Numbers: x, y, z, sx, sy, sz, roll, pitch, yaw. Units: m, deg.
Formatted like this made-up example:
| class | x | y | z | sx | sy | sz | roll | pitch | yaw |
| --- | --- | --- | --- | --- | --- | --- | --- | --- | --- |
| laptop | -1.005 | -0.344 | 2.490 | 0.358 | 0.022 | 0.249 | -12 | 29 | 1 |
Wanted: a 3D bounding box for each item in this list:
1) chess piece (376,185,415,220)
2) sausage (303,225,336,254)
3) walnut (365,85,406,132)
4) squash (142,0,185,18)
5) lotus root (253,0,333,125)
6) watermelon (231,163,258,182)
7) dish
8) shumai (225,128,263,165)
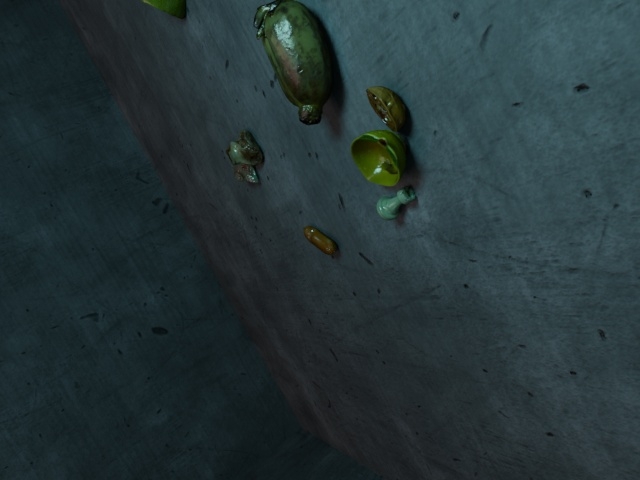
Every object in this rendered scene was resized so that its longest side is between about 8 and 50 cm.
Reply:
| class | x | y | z | sx | sy | sz | roll | pitch | yaw |
| --- | --- | --- | --- | --- | --- | --- | --- | --- | --- |
| chess piece | 0.200 | -0.101 | 1.143 | 0.067 | 0.067 | 0.103 | 56 | 144 | 4 |
| sausage | 0.000 | 0.000 | 1.582 | 0.183 | 0.054 | 0.062 | 34 | 112 | 42 |
| walnut | 0.158 | -0.309 | 1.003 | 0.121 | 0.052 | 0.091 | 54 | 179 | -4 |
| squash | -0.508 | -0.927 | 1.523 | 0.093 | 0.169 | 0.252 | 39 | 114 | 28 |
| lotus root | -0.054 | -0.450 | 1.111 | 0.173 | 0.173 | 0.309 | 8 | 124 | 56 |
| watermelon | -0.322 | -0.299 | 1.805 | 0.155 | 0.080 | 0.101 | -135 | 35 | -57 |
| dish | 0.153 | -0.214 | 1.059 | 0.149 | 0.080 | 0.208 | 40 | 163 | 6 |
| shumai | -0.297 | -0.335 | 1.665 | 0.145 | 0.116 | 0.146 | 37 | 145 | 33 |
